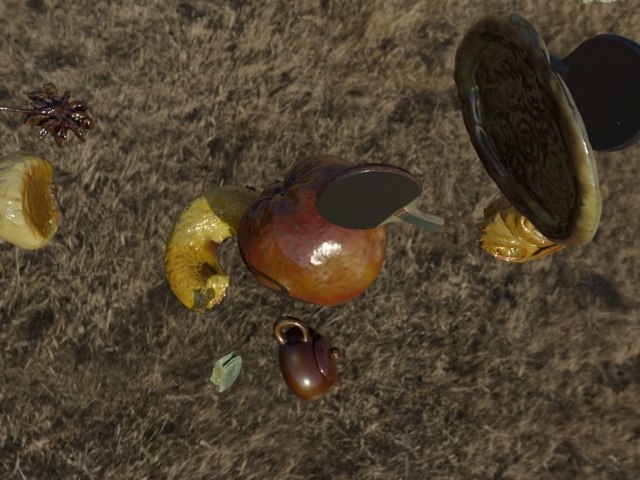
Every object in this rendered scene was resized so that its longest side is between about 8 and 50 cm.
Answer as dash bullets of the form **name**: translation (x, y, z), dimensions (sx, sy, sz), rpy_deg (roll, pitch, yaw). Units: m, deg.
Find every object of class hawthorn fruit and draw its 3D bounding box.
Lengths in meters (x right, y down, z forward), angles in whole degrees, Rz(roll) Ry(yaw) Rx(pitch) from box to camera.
- **hawthorn fruit**: translation (0.000, 0.000, 1.567), dimensions (0.402, 0.403, 0.403), rpy_deg (11, 57, -17)

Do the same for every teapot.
- **teapot**: translation (-0.025, 0.262, 1.412), dimensions (0.178, 0.135, 0.252), rpy_deg (-92, 158, -56)

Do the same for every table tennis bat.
- **table tennis bat**: translation (0.089, -0.048, 0.827), dimensions (0.220, 0.130, 0.019), rpy_deg (16, 50, -39)
- **table tennis bat**: translation (0.354, -0.216, 0.828), dimensions (0.027, 0.150, 0.236), rpy_deg (-14, 43, -27)

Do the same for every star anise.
- **star anise**: translation (-0.660, -0.295, 1.465), dimensions (0.234, 0.073, 0.177), rpy_deg (-36, 89, -37)

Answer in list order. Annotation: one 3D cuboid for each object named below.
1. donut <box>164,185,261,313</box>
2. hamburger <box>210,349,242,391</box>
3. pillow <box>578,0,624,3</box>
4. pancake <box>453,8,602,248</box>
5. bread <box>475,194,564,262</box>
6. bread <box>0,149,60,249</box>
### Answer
- **donut**: translation (-0.305, 0.011, 1.884), dimensions (0.434, 0.163, 0.378), rpy_deg (-28, 76, 6)
- **hamburger**: translation (-0.252, 0.350, 1.674), dimensions (0.054, 0.121, 0.084), rpy_deg (35, 41, 25)
- **pillow**: translation (0.552, -0.556, 1.172), dimensions (0.134, 0.182, 0.077), rpy_deg (-19, 31, -35)
- **pancake**: translation (0.200, -0.104, 0.597), dimensions (0.031, 0.250, 0.250), rpy_deg (-24, 69, -2)
- **bread**: translation (0.492, -0.034, 1.428), dimensions (0.198, 0.236, 0.120), rpy_deg (22, 55, -31)
- **bread**: translation (-0.741, -0.101, 1.494), dimensions (0.134, 0.244, 0.245), rpy_deg (-4, 59, 5)
